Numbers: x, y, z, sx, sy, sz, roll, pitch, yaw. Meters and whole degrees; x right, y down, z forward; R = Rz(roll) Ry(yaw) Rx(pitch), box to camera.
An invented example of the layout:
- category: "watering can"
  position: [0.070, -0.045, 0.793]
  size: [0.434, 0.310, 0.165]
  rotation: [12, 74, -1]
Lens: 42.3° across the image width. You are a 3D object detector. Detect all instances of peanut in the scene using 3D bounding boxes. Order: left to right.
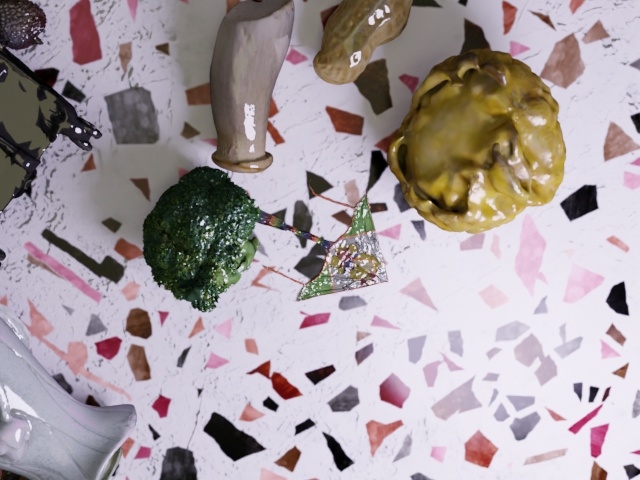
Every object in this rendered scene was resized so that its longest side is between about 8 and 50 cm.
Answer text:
- category: "peanut"
  position: [0.062, -0.298, 1.130]
  size: [0.093, 0.083, 0.194]
  rotation: [24, 104, -46]

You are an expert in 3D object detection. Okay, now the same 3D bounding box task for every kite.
- category: "kite"
  position: [0.000, 0.000, 1.213]
  size: [0.244, 0.006, 0.198]
  rotation: [28, 96, -11]

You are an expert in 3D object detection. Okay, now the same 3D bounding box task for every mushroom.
- category: "mushroom"
  position: [-0.101, -0.216, 1.118]
  size: [0.096, 0.108, 0.247]
  rotation: [13, 98, 29]

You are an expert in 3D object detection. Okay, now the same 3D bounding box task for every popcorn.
- category: "popcorn"
  position: [0.214, -0.125, 1.113]
  size: [0.250, 0.190, 0.250]
  rotation: [5, 102, 25]

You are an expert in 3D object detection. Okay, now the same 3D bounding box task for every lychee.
- category: "lychee"
  position: [-0.397, -0.285, 1.085]
  size: [0.083, 0.068, 0.067]
  rotation: [31, 54, -8]

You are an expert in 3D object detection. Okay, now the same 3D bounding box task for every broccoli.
- category: "broccoli"
  position: [-0.156, -0.004, 1.119]
  size: [0.156, 0.195, 0.195]
  rotation: [36, 94, -32]

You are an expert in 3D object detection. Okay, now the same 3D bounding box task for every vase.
- category: "vase"
  position: [-0.464, 0.196, 1.080]
  size: [0.445, 0.250, 0.250]
  rotation: [36, 94, -18]

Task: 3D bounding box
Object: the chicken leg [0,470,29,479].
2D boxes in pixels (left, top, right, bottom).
- category: "chicken leg"
  position: [-0.462, 0.417, 1.204]
  size: [0.125, 0.080, 0.196]
  rotation: [-5, 94, -16]

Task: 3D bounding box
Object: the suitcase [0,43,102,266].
- category: "suitcase"
  position: [-0.516, -0.177, 1.009]
  size: [0.434, 0.194, 0.283]
  rotation: [37, 90, -20]
